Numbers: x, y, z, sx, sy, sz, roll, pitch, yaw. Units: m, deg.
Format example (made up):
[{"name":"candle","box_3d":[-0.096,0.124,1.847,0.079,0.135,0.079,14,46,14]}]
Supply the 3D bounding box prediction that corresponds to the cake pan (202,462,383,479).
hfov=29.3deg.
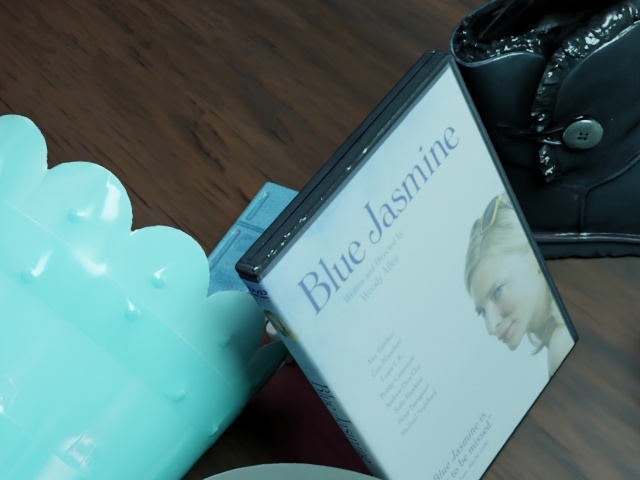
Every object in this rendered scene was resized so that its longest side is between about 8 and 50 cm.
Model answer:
[{"name":"cake pan","box_3d":[0.015,0.218,0.613,0.293,0.054,0.293,16,29,-9]}]

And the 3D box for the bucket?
[{"name":"bucket","box_3d":[-0.180,0.065,0.779,0.281,0.281,0.183,27,71,34]}]

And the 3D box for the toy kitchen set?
[{"name":"toy kitchen set","box_3d":[0.000,0.000,0.839,0.207,0.166,0.122,20,60,31]}]

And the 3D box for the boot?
[{"name":"boot","box_3d":[0.220,-0.083,0.811,0.247,0.207,0.094,-5,49,13]}]

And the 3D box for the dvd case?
[{"name":"dvd case","box_3d":[0.066,0.040,0.728,0.022,0.253,0.180,15,56,45]}]
